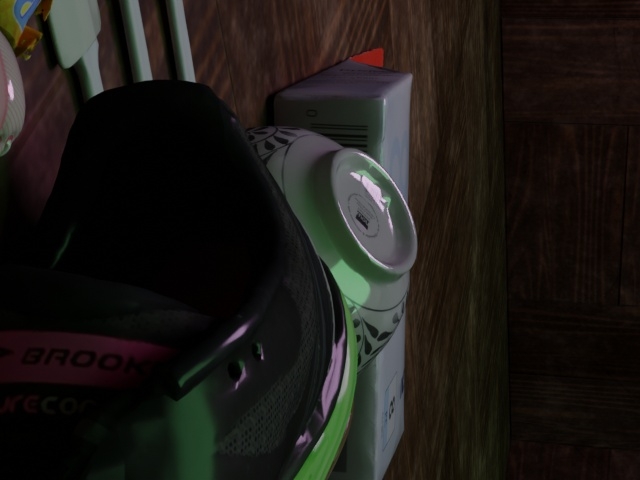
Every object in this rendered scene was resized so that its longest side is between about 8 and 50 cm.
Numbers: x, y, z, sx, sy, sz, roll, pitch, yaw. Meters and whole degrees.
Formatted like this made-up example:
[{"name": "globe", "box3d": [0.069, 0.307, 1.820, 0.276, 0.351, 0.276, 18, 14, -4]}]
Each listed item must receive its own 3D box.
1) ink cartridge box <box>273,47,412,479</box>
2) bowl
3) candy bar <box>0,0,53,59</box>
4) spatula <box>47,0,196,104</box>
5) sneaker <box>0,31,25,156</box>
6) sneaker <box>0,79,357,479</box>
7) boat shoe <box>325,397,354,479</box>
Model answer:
[{"name": "ink cartridge box", "box3d": [0.049, 0.001, 1.108, 0.385, 0.091, 0.308, -43, 135, -70]}, {"name": "bowl", "box3d": [0.000, 0.000, 0.693, 0.170, 0.080, 0.170, 36, 40, -37]}, {"name": "candy bar", "box3d": [-0.133, -0.130, 0.463, 0.161, 0.018, 0.040, 74, 24, -53]}, {"name": "spatula", "box3d": [-0.089, -0.096, 0.654, 0.168, 0.019, 0.242, -72, 160, -51]}, {"name": "sneaker", "box3d": [-0.131, -0.026, 0.420, 0.070, 0.051, 0.134, 54, 37, -62]}, {"name": "sneaker", "box3d": [-0.093, 0.117, 0.412, 0.482, 0.185, 0.202, -86, 164, -51]}, {"name": "boat shoe", "box3d": [-0.053, 0.145, 0.720, 0.098, 0.109, 0.302, -42, -145, 53]}]
